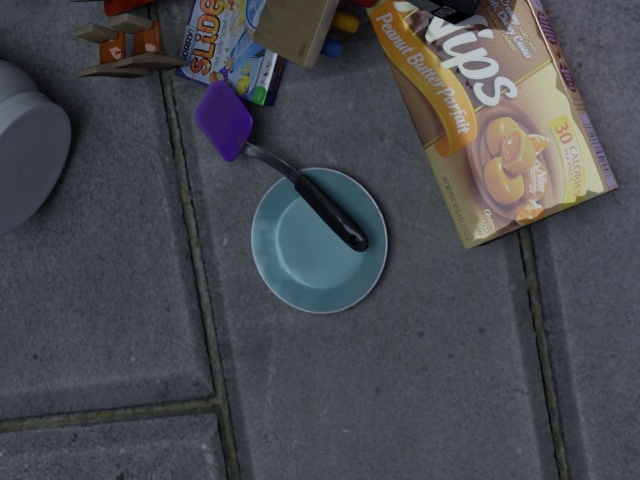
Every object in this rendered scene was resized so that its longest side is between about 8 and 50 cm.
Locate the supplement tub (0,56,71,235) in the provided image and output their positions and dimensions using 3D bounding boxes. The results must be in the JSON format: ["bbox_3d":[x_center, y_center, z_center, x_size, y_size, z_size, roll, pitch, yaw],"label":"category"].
[{"bbox_3d":[-0.522,-0.166,1.697,0.325,0.235,0.235,29,105,16],"label":"supplement tub"}]

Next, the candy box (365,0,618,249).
[{"bbox_3d":[0.200,-0.169,1.488,0.183,0.087,0.316,-23,86,21],"label":"candy box"}]

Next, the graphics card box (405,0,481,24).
[{"bbox_3d":[0.040,-0.415,1.362,0.371,0.094,0.232,23,89,-8],"label":"graphics card box"}]

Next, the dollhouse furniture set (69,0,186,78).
[{"bbox_3d":[-0.197,-0.347,1.596,0.259,0.135,0.262,-6,87,44],"label":"dollhouse furniture set"}]

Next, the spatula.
[{"bbox_3d":[-0.048,-0.088,1.599,0.296,0.030,0.084,41,127,11],"label":"spatula"}]

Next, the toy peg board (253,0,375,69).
[{"bbox_3d":[0.008,-0.287,1.513,0.161,0.079,0.160,39,111,59],"label":"toy peg board"}]

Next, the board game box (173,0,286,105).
[{"bbox_3d":[-0.098,-0.287,1.623,0.136,0.035,0.201,20,102,19],"label":"board game box"}]

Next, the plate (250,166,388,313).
[{"bbox_3d":[0.000,0.000,1.621,0.188,0.024,0.188,2,95,22],"label":"plate"}]
